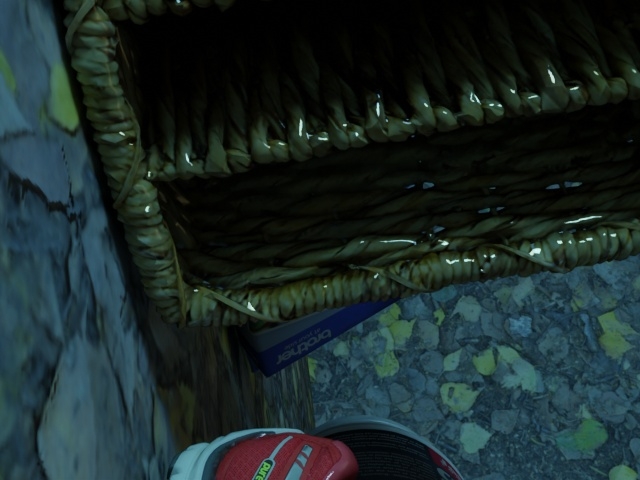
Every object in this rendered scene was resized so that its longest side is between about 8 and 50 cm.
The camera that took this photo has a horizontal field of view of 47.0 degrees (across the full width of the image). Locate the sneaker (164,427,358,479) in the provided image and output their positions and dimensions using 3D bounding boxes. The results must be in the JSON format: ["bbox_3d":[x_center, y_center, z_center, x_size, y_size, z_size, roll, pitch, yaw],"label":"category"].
[{"bbox_3d":[-0.008,0.203,0.292,0.107,0.118,0.279,80,2,-53],"label":"sneaker"}]

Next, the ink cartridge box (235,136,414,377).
[{"bbox_3d":[0.000,0.000,0.655,0.065,0.185,0.311,46,-25,38],"label":"ink cartridge box"}]

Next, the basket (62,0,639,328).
[{"bbox_3d":[0.039,-0.116,0.340,0.213,0.299,0.223,81,1,-58],"label":"basket"}]

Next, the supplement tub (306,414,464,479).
[{"bbox_3d":[0.038,0.251,0.552,0.272,0.191,0.191,-87,169,-87],"label":"supplement tub"}]
